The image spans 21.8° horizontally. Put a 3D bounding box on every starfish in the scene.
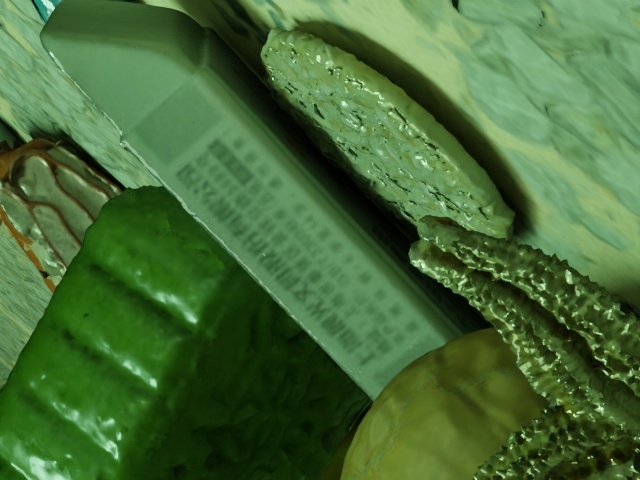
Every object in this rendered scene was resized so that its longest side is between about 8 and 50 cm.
[{"bbox_3d":[0.122,0.078,0.590,0.240,0.227,0.043,34,-151,1],"label":"starfish"}]

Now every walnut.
[{"bbox_3d":[0.105,0.124,0.744,0.195,0.195,0.221,41,-174,2],"label":"walnut"}]

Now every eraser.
[{"bbox_3d":[0.000,0.000,0.855,0.352,0.061,0.089,47,-167,-17],"label":"eraser"}]

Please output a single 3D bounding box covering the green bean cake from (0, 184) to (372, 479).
[{"bbox_3d":[-0.080,0.104,0.980,0.125,0.248,0.222,35,-176,29],"label":"green bean cake"}]

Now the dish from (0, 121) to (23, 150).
[{"bbox_3d":[-0.279,-0.076,1.446,0.137,0.039,0.091,41,160,1],"label":"dish"}]

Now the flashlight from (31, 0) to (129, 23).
[{"bbox_3d":[-0.134,-0.130,0.907,0.129,0.051,0.051,42,166,-23],"label":"flashlight"}]

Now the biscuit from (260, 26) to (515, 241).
[{"bbox_3d":[0.030,-0.044,0.775,0.152,0.020,0.152,40,169,9],"label":"biscuit"}]

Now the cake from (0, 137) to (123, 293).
[{"bbox_3d":[-0.172,0.019,1.311,0.287,0.098,0.135,42,163,15],"label":"cake"}]

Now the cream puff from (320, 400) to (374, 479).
[{"bbox_3d":[-0.031,0.166,1.191,0.244,0.196,0.244,39,163,14],"label":"cream puff"}]
